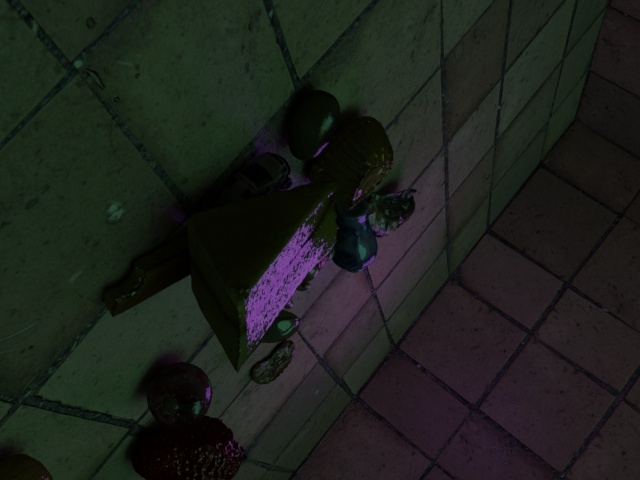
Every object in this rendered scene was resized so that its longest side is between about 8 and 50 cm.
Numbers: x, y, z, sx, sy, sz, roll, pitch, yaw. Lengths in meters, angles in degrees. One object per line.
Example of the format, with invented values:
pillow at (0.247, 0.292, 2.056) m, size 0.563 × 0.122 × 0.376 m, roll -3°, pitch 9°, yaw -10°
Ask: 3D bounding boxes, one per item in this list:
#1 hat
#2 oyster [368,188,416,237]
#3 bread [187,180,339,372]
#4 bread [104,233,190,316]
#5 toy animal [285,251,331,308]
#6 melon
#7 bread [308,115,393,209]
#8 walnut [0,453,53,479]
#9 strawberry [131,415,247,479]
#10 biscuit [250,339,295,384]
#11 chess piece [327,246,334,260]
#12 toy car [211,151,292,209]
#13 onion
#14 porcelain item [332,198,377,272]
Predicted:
hat at (-0.146, 0.279, 2.099) m, size 0.166 × 0.144 × 0.173 m, roll 54°, pitch 51°, yaw -67°
oyster at (0.207, -0.074, 2.318) m, size 0.271 × 0.100 × 0.275 m, roll -37°, pitch 156°, yaw -29°
bread at (-0.063, 0.041, 1.484) m, size 0.361 × 0.245 × 0.233 m, roll -21°, pitch 141°, yaw -24°
bread at (-0.321, 0.062, 1.457) m, size 0.226 × 0.049 × 0.088 m, roll -32°, pitch 151°, yaw -44°
toy animal at (-0.078, 0.054, 1.827) m, size 0.198 × 0.171 × 0.171 m, roll -52°, pitch 160°, yaw 2°
melon at (-0.016, -0.239, 1.571) m, size 0.099 × 0.099 × 0.162 m, roll -25°, pitch 147°, yaw -52°
bread at (0.083, -0.189, 1.807) m, size 0.240 × 0.139 × 0.240 m, roll -48°, pitch 162°, yaw -22°
walnut at (-0.595, 0.484, 1.416) m, size 0.180 × 0.144 × 0.144 m, roll -27°, pitch 148°, yaw -42°
strawberry at (-0.349, 0.587, 1.996) m, size 0.257 × 0.261 × 0.261 m, roll -38°, pitch 155°, yaw -53°
biscuit at (-0.145, 0.399, 2.376) m, size 0.183 × 0.061 × 0.118 m, roll -39°, pitch 157°, yaw -35°
chess piece at (0.000, 0.000, 2.066) m, size 0.059 × 0.059 × 0.149 m, roll -48°, pitch 152°, yaw -16°
toy car at (-0.150, -0.089, 1.536) m, size 0.108 × 0.089 × 0.210 m, roll 8°, pitch 120°, yaw -57°
onion at (-0.327, 0.365, 1.797) m, size 0.159 × 0.159 × 0.195 m, roll -57°, pitch 171°, yaw 9°
porcelain item at (0.095, -0.012, 2.143) m, size 0.141 × 0.141 × 0.259 m, roll -41°, pitch 148°, yaw -30°
